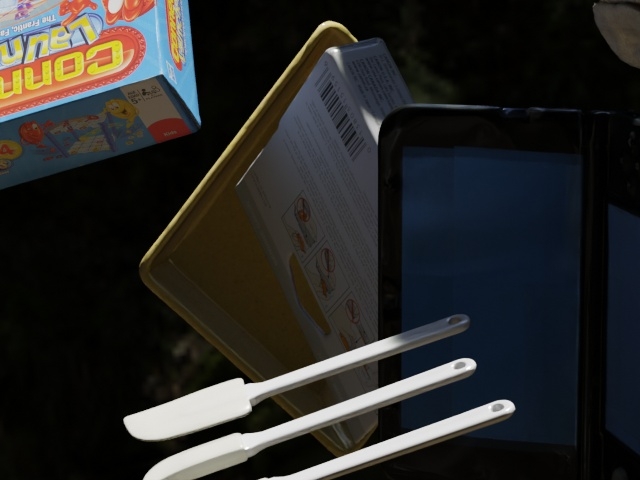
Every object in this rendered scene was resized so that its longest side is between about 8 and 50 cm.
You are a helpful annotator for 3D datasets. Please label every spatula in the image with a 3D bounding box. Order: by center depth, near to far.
[{"bbox_3d":[-0.002,0.120,1.229,0.242,0.019,0.168,-18,25,-3],"label":"spatula"}]

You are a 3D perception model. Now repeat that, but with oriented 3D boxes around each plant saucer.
[{"bbox_3d":[0.000,0.000,1.986,0.333,0.333,0.081,-54,30,-15],"label":"plant saucer"}]

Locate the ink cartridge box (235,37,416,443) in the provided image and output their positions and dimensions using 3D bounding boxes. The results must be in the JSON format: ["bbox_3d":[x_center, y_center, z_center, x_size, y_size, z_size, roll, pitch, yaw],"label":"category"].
[{"bbox_3d":[0.042,0.006,1.649,0.060,0.275,0.239,-16,-20,-29],"label":"ink cartridge box"}]

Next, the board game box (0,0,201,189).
[{"bbox_3d":[-0.273,-0.196,1.708,0.308,0.302,0.086,-16,-35,11],"label":"board game box"}]

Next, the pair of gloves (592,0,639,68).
[{"bbox_3d":[0.318,-0.172,1.543,0.240,0.042,0.204,13,-20,36],"label":"pair of gloves"}]

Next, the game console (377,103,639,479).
[{"bbox_3d":[0.150,0.061,1.328,0.173,0.293,0.250,-3,11,-11],"label":"game console"}]
